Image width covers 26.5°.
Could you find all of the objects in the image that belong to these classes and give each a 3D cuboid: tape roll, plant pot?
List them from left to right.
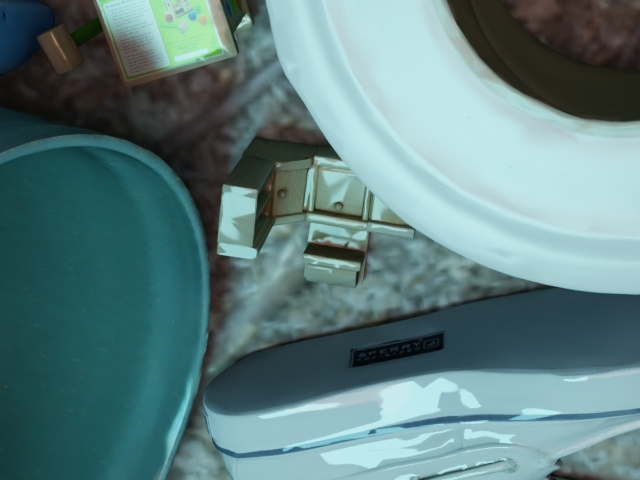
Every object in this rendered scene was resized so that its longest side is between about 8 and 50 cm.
[{"bbox_3d":[-0.212,0.061,0.580,0.196,0.293,0.293,23,113,24],"label":"plant pot"},{"bbox_3d":[0.123,-0.125,0.532,0.286,0.100,0.286,5,111,14],"label":"tape roll"}]

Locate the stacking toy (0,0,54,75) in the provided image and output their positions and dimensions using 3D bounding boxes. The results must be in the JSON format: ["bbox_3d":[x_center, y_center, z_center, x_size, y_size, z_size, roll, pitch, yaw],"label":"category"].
[{"bbox_3d":[-0.218,-0.210,0.541,0.165,0.175,0.302,-3,98,7],"label":"stacking toy"}]

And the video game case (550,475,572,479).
[{"bbox_3d":[0.144,0.236,0.729,0.206,0.026,0.227,11,112,1],"label":"video game case"}]

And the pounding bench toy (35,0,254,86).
[{"bbox_3d":[-0.079,-0.102,0.600,0.083,0.065,0.052,-15,109,10],"label":"pounding bench toy"}]

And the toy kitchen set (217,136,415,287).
[{"bbox_3d":[0.000,0.000,0.626,0.083,0.075,0.068,9,112,6],"label":"toy kitchen set"}]

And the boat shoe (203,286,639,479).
[{"bbox_3d":[0.074,0.083,0.651,0.258,0.095,0.084,-9,113,19],"label":"boat shoe"}]
